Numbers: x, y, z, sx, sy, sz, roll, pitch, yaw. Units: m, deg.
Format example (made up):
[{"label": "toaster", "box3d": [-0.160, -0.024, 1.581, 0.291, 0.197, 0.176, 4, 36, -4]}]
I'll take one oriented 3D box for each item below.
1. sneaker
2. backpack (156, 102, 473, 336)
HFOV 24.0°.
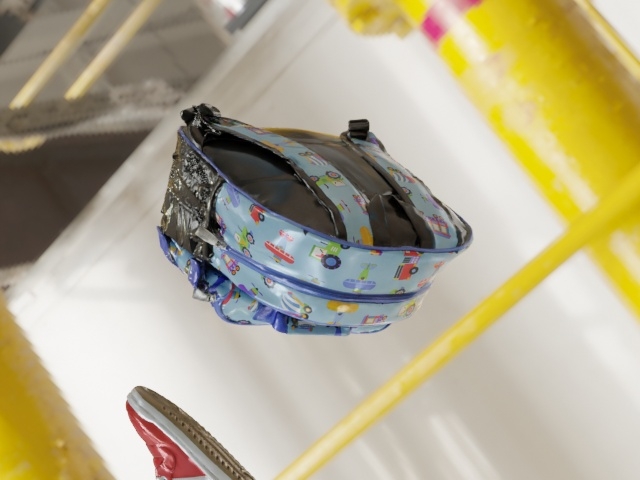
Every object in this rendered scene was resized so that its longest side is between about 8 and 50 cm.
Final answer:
[{"label": "sneaker", "box3d": [-0.062, 0.126, 0.692, 0.118, 0.067, 0.042, 46, -178, -6]}, {"label": "backpack", "box3d": [0.000, 0.000, 0.908, 0.158, 0.117, 0.173, 3, -158, -34]}]
